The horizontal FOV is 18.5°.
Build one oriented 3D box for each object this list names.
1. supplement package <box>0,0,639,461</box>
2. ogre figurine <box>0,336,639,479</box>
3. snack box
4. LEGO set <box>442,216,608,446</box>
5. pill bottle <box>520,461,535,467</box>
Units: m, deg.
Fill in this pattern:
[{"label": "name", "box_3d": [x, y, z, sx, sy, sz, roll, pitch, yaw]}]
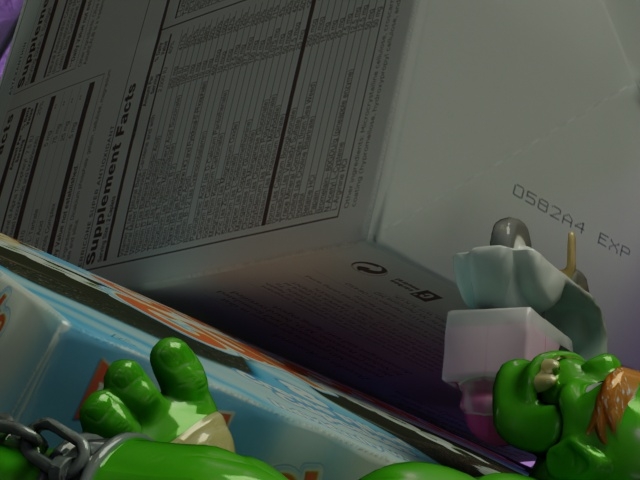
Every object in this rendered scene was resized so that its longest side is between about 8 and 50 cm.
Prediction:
[{"label": "supplement package", "box_3d": [0.021, -0.035, 0.751, 0.199, 0.198, 0.263, 27, -24, -35]}, {"label": "ogre figurine", "box_3d": [0.028, 0.073, 0.413, 0.118, 0.096, 0.197, 1, -33, 47]}, {"label": "snack box", "box_3d": [0.010, 0.080, 0.596, 0.322, 0.060, 0.187, 26, -1, -32]}, {"label": "LEGO set", "box_3d": [0.177, 0.043, 0.477, 0.287, 0.107, 0.132, -5, -10, 34]}, {"label": "pill bottle", "box_3d": [0.000, 0.000, 1.272, 0.363, 0.210, 0.210, 26, 0, 25]}]
